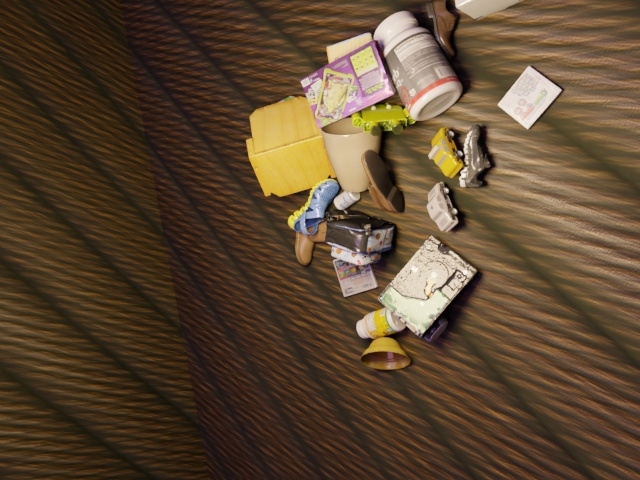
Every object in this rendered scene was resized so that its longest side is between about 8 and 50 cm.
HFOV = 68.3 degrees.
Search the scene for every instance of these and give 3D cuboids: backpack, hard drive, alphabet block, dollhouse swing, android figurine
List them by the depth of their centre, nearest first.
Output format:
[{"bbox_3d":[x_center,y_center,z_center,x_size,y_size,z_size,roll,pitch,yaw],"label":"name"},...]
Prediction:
[{"bbox_3d":[0.418,0.179,1.848,0.237,0.064,0.339,41,96,29],"label":"hard drive"},{"bbox_3d":[0.248,-0.487,1.869,0.248,0.273,0.056,-3,125,5],"label":"android figurine"},{"bbox_3d":[0.158,-0.692,1.920,0.193,0.192,0.197,-9,89,26],"label":"alphabet block"},{"bbox_3d":[0.178,-0.012,1.981,0.276,0.263,0.213,23,118,44],"label":"backpack"},{"bbox_3d":[-0.141,-0.439,2.194,0.305,0.347,0.315,-102,-6,-50],"label":"dollhouse swing"}]

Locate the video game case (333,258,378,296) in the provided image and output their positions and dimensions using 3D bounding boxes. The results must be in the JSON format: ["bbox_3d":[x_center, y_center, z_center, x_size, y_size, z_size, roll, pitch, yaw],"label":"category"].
[{"bbox_3d":[0.160,0.151,2.180,0.201,0.023,0.183,-23,81,42],"label":"video game case"}]

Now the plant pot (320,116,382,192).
[{"bbox_3d":[0.140,-0.352,1.993,0.256,0.256,0.274,19,128,38],"label":"plant pot"}]

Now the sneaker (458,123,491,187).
[{"bbox_3d":[0.575,-0.301,1.716,0.106,0.078,0.234,17,111,36],"label":"sneaker"}]

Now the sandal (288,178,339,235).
[{"bbox_3d":[-0.014,-0.141,2.177,0.317,0.126,0.138,-53,43,20],"label":"sandal"}]

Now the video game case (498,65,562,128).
[{"bbox_3d":[0.709,-0.485,1.605,0.143,0.019,0.157,51,126,24],"label":"video game case"}]

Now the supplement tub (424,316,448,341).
[{"bbox_3d":[0.410,0.309,1.920,0.190,0.117,0.117,43,122,29],"label":"supplement tub"}]

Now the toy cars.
[{"bbox_3d":[0.450,-0.228,1.782,0.176,0.087,0.393,-148,57,-66],"label":"toy cars"}]

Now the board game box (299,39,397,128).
[{"bbox_3d":[0.101,-0.592,1.816,0.347,0.056,0.208,-16,98,34],"label":"board game box"}]

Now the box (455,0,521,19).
[{"bbox_3d":[0.563,-0.845,1.571,0.181,0.182,0.119,-8,90,41],"label":"box"}]

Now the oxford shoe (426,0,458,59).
[{"bbox_3d":[0.464,-0.783,1.737,0.096,0.083,0.227,-15,96,23],"label":"oxford shoe"}]

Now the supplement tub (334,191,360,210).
[{"bbox_3d":[0.121,-0.189,2.131,0.107,0.071,0.071,-35,74,39],"label":"supplement tub"}]

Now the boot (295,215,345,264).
[{"bbox_3d":[0.000,0.000,2.255,0.269,0.089,0.236,-4,94,40],"label":"boot"}]

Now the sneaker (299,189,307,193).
[{"bbox_3d":[-0.118,-0.368,2.276,0.109,0.130,0.286,7,100,43],"label":"sneaker"}]

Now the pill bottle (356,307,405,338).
[{"bbox_3d":[0.260,0.363,2.059,0.208,0.117,0.117,-28,78,40],"label":"pill bottle"}]

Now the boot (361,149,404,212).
[{"bbox_3d":[0.226,-0.233,1.929,0.115,0.112,0.305,4,137,47],"label":"boot"}]

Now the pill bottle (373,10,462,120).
[{"bbox_3d":[0.355,-0.651,1.762,0.210,0.210,0.363,-36,73,39],"label":"pill bottle"}]

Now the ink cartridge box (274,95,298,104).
[{"bbox_3d":[-0.180,-0.598,2.322,0.208,0.087,0.153,-11,90,41],"label":"ink cartridge box"}]

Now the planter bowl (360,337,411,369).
[{"bbox_3d":[0.281,0.480,2.046,0.217,0.217,0.090,-29,41,40],"label":"planter bowl"}]
